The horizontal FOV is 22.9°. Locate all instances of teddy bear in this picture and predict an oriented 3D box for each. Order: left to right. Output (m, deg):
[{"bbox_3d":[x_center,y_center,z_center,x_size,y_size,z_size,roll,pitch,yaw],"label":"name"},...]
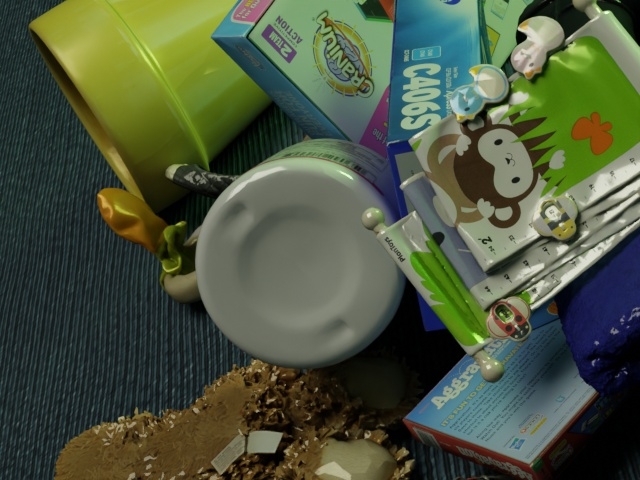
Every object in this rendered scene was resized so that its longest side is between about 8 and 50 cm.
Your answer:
[{"bbox_3d":[-0.063,0.192,1.309,0.338,0.113,0.245,-28,41,14],"label":"teddy bear"}]

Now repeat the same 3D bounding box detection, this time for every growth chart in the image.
[{"bbox_3d":[0.143,-0.044,1.071,0.237,0.021,0.172,-44,74,3],"label":"growth chart"}]

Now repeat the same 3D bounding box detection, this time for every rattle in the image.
[{"bbox_3d":[-0.109,-0.022,1.577,0.130,0.142,0.200,-34,13,-31],"label":"rattle"}]

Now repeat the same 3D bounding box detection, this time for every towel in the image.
[{"bbox_3d":[0.261,-0.036,1.123,0.228,0.076,0.308,-39,23,21],"label":"towel"}]

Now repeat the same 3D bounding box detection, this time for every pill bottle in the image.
[{"bbox_3d":[0.000,0.000,1.297,0.160,0.160,0.283,-39,2,11],"label":"pill bottle"}]

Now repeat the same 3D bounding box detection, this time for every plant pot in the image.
[{"bbox_3d":[-0.159,-0.195,1.761,0.239,0.254,0.254,-34,29,-8],"label":"plant pot"}]

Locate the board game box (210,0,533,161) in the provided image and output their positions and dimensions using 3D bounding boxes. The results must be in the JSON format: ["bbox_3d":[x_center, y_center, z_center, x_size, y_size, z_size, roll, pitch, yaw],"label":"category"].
[{"bbox_3d":[0.078,-0.232,1.491,0.316,0.242,0.064,-54,30,-15],"label":"board game box"}]

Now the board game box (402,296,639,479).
[{"bbox_3d":[0.199,0.058,1.146,0.281,0.027,0.145,-43,29,-20],"label":"board game box"}]

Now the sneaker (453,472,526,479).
[{"bbox_3d":[0.103,0.188,1.123,0.158,0.065,0.061,-20,40,36],"label":"sneaker"}]

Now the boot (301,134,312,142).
[{"bbox_3d":[0.014,-0.079,1.588,0.118,0.042,0.087,-21,45,47],"label":"boot"}]

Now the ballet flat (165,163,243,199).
[{"bbox_3d":[-0.084,-0.063,1.632,0.173,0.057,0.049,9,90,27],"label":"ballet flat"}]

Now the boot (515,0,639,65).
[{"bbox_3d":[0.265,-0.180,1.337,0.246,0.094,0.207,-37,27,28],"label":"boot"}]

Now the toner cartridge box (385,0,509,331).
[{"bbox_3d":[0.107,-0.088,1.286,0.075,0.165,0.348,-8,29,8],"label":"toner cartridge box"}]
